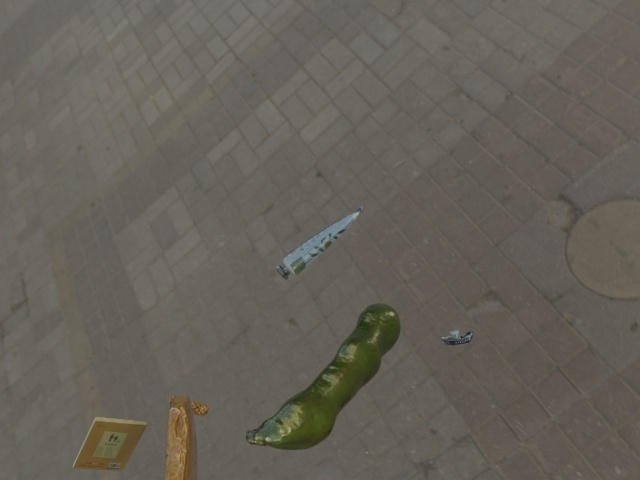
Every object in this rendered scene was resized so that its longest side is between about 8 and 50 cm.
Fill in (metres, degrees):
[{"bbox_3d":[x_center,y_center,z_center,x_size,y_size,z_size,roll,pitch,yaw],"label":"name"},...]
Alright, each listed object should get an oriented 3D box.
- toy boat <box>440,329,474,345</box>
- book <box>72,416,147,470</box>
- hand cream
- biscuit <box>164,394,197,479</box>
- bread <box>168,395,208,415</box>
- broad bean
[{"bbox_3d":[0.338,0.238,1.399,0.083,0.038,0.038,-18,58,28],"label":"toy boat"},{"bbox_3d":[-0.484,0.471,1.300,0.172,0.118,0.012,-59,33,24],"label":"book"},{"bbox_3d":[0.000,0.000,1.378,0.256,0.088,0.055,-40,89,-9],"label":"hand cream"},{"bbox_3d":[-0.303,0.529,1.251,0.057,0.312,0.352,-1,53,-8],"label":"biscuit"},{"bbox_3d":[-0.491,0.616,2.105,0.052,0.157,0.044,-45,31,37],"label":"bread"},{"bbox_3d":[0.023,0.128,0.555,0.052,0.256,0.052,13,117,28],"label":"broad bean"}]
